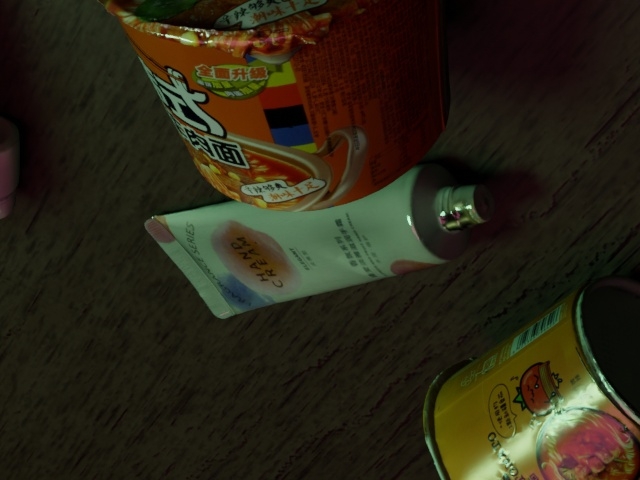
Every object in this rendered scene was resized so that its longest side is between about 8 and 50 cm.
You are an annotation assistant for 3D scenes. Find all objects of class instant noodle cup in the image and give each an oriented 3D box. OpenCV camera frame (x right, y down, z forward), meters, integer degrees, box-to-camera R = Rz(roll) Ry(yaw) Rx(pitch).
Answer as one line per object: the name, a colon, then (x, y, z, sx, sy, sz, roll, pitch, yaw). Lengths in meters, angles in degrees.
instant noodle cup: (0.215, 0.141, 1.408, 0.215, 0.216, 0.172, 36, 127, -10)
instant noodle cup: (-0.018, -0.153, 1.213, 0.250, 0.250, 0.192, 6, 141, 20)

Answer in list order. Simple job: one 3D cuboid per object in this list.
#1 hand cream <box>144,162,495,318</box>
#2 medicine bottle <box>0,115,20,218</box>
hand cream: (0.000, 0.000, 1.467, 0.340, 0.078, 0.124, -14, 125, 40)
medicine bottle: (-0.289, -0.063, 1.545, 0.052, 0.052, 0.089, 18, 136, 8)
